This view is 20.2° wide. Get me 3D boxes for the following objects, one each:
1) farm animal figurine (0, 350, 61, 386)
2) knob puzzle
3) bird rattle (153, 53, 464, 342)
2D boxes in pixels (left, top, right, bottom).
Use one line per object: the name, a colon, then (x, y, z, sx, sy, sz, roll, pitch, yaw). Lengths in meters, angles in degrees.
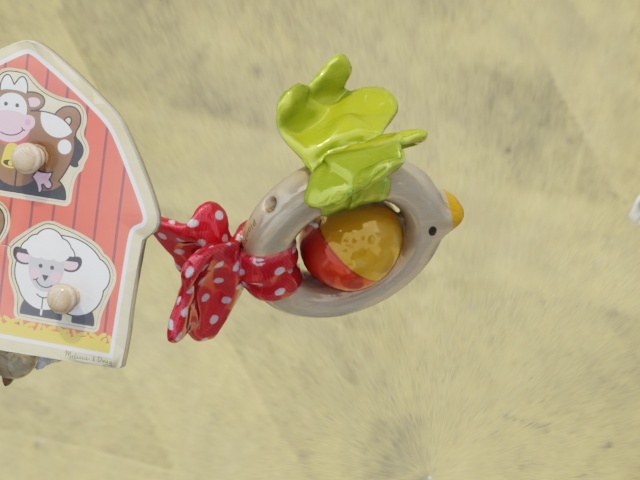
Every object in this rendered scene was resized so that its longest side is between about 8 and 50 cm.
farm animal figurine: (-0.351, 0.124, 1.312, 0.330, 0.327, 0.172, -29, 73, 10)
knob puzzle: (-0.192, -0.027, 1.109, 0.213, 0.030, 0.213, 1, 94, 15)
bird rattle: (0.000, 0.000, 1.394, 0.253, 0.207, 0.143, -51, 41, 16)
